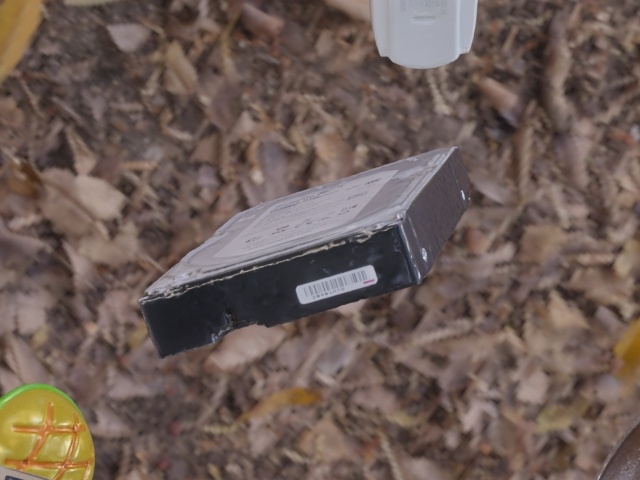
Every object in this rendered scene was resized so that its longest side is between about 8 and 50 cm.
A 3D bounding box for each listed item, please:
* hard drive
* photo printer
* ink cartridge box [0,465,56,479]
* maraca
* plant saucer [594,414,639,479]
[{"bbox_3d":[0.000,0.000,1.392,0.237,0.339,0.064,-17,99,17],"label":"hard drive"},{"bbox_3d":[0.094,-0.359,1.512,0.107,0.307,0.256,-2,137,2],"label":"photo printer"},{"bbox_3d":[-0.240,0.319,1.151,0.088,0.193,0.235,17,122,-12],"label":"ink cartridge box"},{"bbox_3d":[-0.268,0.226,1.503,0.127,0.099,0.186,-32,115,-35],"label":"maraca"},{"bbox_3d":[0.294,0.225,0.987,0.050,0.310,0.310,20,100,-40],"label":"plant saucer"}]
